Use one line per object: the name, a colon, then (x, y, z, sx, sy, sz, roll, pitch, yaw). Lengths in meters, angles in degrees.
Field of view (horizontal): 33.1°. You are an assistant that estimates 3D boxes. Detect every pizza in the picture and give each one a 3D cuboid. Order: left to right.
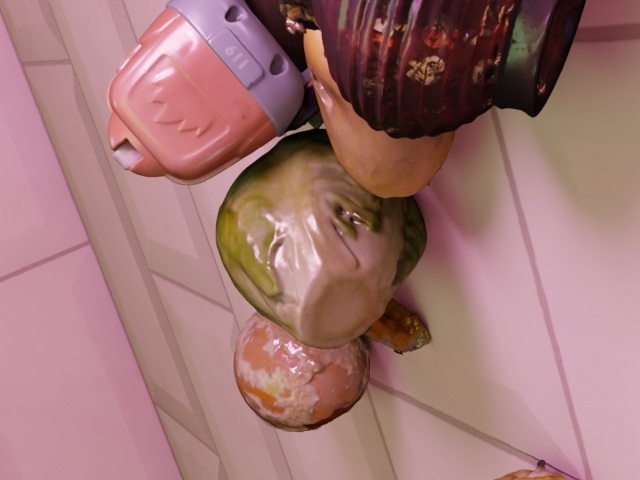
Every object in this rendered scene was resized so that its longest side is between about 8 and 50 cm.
pizza: (0.013, 0.060, 1.352, 0.271, 0.134, 0.056, 33, 102, 20)

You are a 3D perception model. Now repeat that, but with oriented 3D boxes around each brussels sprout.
brussels sprout: (0.000, 0.000, 1.176, 0.219, 0.210, 0.271, 42, -163, -27)

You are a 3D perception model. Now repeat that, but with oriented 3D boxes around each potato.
potato: (0.058, -0.146, 1.038, 0.150, 0.146, 0.234, 26, 151, 32)

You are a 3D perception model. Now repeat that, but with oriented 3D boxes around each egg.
egg: (-0.029, 0.175, 1.522, 0.233, 0.195, 0.195, -21, 93, 64)

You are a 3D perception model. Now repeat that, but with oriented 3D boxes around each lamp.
lamp: (0.085, -0.196, 0.829, 0.247, 0.247, 0.247, 48, 152, 36)

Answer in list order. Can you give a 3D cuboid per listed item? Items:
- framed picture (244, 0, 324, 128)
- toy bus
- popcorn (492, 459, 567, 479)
framed picture: (-0.058, -0.328, 1.157, 0.326, 0.028, 0.446, 45, 156, 3)
toy bus: (-0.128, -0.159, 1.178, 0.194, 0.232, 0.288, 47, 179, -9)
popcorn: (0.224, 0.315, 1.165, 0.167, 0.148, 0.152, 128, 141, -81)
